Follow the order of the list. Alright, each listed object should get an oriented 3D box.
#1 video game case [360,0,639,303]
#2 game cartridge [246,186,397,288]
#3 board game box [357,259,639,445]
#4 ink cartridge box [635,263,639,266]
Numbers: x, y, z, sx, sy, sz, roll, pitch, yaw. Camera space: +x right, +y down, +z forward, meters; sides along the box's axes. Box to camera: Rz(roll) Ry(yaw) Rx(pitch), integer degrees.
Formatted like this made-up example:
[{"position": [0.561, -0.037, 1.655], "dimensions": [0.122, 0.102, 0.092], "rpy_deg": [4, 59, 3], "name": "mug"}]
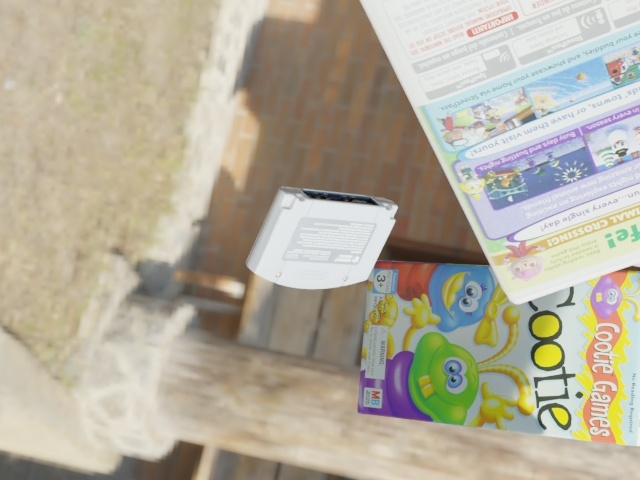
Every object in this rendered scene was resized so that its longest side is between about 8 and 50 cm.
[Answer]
[{"position": [0.133, -0.079, 0.509], "dimensions": [0.023, 0.212, 0.193], "rpy_deg": [-96, 161, -48], "name": "video game case"}, {"position": [0.000, 0.000, 0.799], "dimensions": [0.083, 0.017, 0.056], "rpy_deg": [5, 115, -42], "name": "game cartridge"}, {"position": [0.187, 0.096, 1.299], "dimensions": [0.142, 0.275, 0.144], "rpy_deg": [10, 83, -52], "name": "board game box"}, {"position": [0.175, -0.028, 0.740], "dimensions": [0.028, 0.048, 0.083], "rpy_deg": [92, 9, -80], "name": "ink cartridge box"}]
